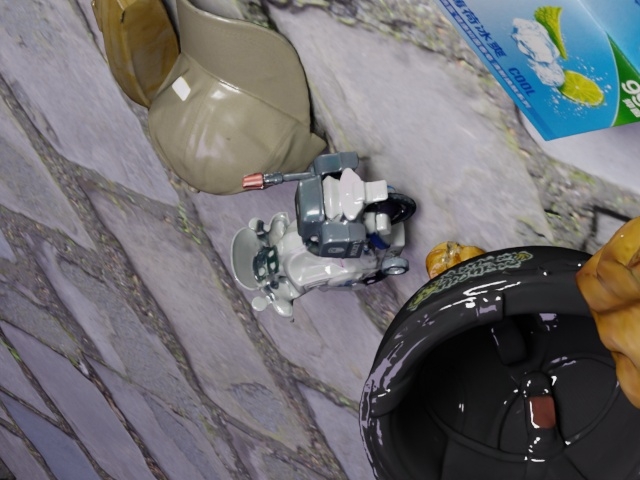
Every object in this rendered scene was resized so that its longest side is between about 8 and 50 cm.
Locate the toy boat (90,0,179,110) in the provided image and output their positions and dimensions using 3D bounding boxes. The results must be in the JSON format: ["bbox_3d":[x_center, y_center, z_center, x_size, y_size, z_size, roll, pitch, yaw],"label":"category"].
[{"bbox_3d":[-0.169,-0.187,1.657,0.072,0.064,0.206,51,163,24],"label":"toy boat"}]

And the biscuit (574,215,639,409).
[{"bbox_3d":[0.314,0.097,1.190,0.326,0.107,0.325,42,165,14],"label":"biscuit"}]

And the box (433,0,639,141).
[{"bbox_3d":[0.136,-0.160,1.131,0.194,0.073,0.139,49,159,-14],"label":"box"}]

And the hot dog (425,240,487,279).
[{"bbox_3d":[0.149,0.069,1.585,0.071,0.045,0.165,8,139,55],"label":"hot dog"}]

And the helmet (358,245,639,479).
[{"bbox_3d":[0.164,0.097,1.422,0.230,0.279,0.160,59,-167,-21],"label":"helmet"}]

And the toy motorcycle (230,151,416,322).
[{"bbox_3d":[0.000,0.000,1.622,0.150,0.102,0.221,1,158,-8],"label":"toy motorcycle"}]

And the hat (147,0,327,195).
[{"bbox_3d":[-0.098,-0.120,1.580,0.166,0.144,0.173,30,178,27],"label":"hat"}]
